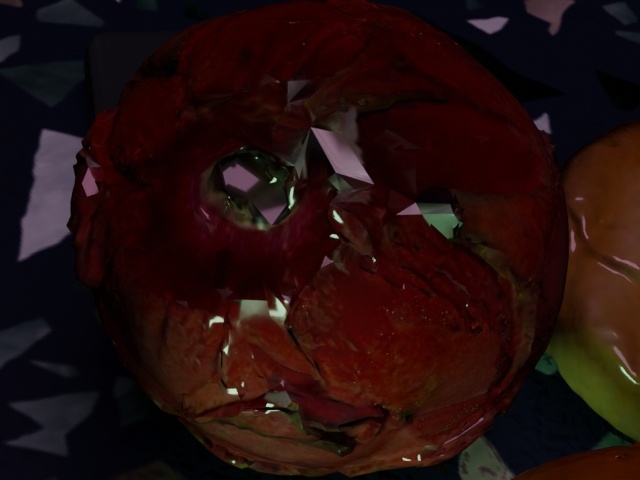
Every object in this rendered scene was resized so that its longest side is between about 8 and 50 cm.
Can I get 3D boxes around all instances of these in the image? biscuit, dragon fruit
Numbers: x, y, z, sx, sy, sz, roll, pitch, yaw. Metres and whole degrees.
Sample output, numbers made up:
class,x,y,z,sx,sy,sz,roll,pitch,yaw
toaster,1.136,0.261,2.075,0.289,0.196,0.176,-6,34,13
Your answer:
class,x,y,z,sx,sy,sz,roll,pitch,yaw
biscuit,0.282,0.036,1.046,0.296,0.102,0.296,4,48,-5
dragon fruit,0.000,0.000,0.899,0.295,0.301,0.296,-2,85,18

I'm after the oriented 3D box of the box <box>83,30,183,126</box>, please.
class,x,y,z,sx,sy,sz,roll,pitch,yaw
box,-0.052,-0.089,1.113,0.230,0.050,0.160,-3,53,-13

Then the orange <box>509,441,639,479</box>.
class,x,y,z,sx,sy,sz,roll,pitch,yaw
orange,0.165,0.222,0.790,0.240,0.240,0.240,5,51,-7
